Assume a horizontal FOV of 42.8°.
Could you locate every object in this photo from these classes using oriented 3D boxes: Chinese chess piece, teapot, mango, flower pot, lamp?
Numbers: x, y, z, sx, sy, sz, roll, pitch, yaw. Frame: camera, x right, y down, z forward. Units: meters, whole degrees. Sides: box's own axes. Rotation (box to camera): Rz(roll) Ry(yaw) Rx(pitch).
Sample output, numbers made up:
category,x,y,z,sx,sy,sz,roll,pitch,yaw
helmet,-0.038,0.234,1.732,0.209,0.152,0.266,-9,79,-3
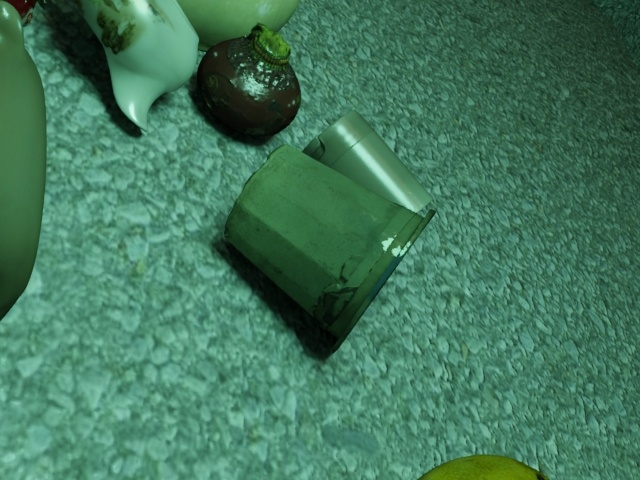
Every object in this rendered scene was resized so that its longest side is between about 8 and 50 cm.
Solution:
category,x,y,z,sx,sy,sz,roll,pitch,yaw
Chinese chess piece,-0.185,-0.452,1.287,0.338,0.140,0.338,28,39,-25
teapot,-0.253,-0.288,1.051,0.298,0.139,0.204,58,5,17
mango,0.188,0.319,0.917,0.262,0.109,0.157,4,56,-42
flower pot,0.000,0.000,1.000,0.203,0.212,0.212,33,34,8
lamp,-0.094,-0.227,1.156,0.156,0.135,0.157,-18,70,-52

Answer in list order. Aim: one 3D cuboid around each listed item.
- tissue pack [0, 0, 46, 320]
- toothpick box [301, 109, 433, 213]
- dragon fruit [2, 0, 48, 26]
category,x,y,z,sx,sy,sz,roll,pitch,yaw
tissue pack,-0.391,-0.069,0.574,0.387,0.277,0.267,16,47,-34
toothpick box,0.069,-0.094,1.211,0.180,0.111,0.111,49,35,3
dragon fruit,-0.376,-0.294,0.983,0.094,0.094,0.190,46,23,0
